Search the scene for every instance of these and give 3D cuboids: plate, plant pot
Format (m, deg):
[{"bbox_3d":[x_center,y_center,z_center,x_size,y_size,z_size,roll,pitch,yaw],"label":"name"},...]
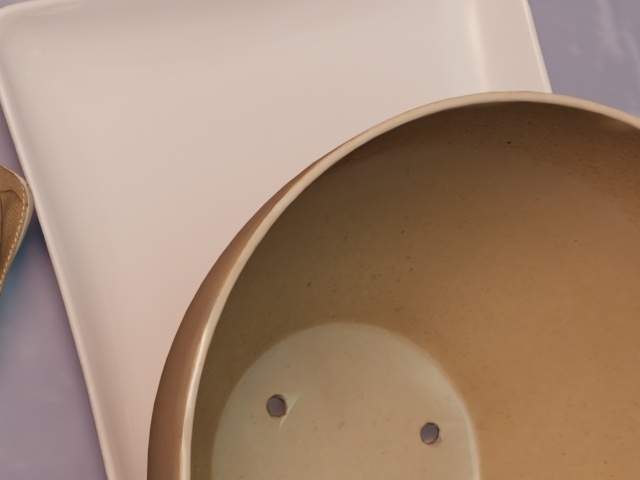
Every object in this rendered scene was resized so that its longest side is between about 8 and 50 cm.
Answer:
[{"bbox_3d":[0.000,0.000,0.882,0.278,0.045,0.277,-16,90,-24],"label":"plate"},{"bbox_3d":[0.046,0.095,0.762,0.284,0.191,0.284,3,82,-23],"label":"plant pot"}]

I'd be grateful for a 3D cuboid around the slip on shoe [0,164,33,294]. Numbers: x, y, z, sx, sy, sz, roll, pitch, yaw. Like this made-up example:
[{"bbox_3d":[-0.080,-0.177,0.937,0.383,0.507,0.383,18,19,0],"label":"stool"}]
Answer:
[{"bbox_3d":[-0.163,0.031,0.791,0.051,0.041,0.135,26,93,5],"label":"slip on shoe"}]
